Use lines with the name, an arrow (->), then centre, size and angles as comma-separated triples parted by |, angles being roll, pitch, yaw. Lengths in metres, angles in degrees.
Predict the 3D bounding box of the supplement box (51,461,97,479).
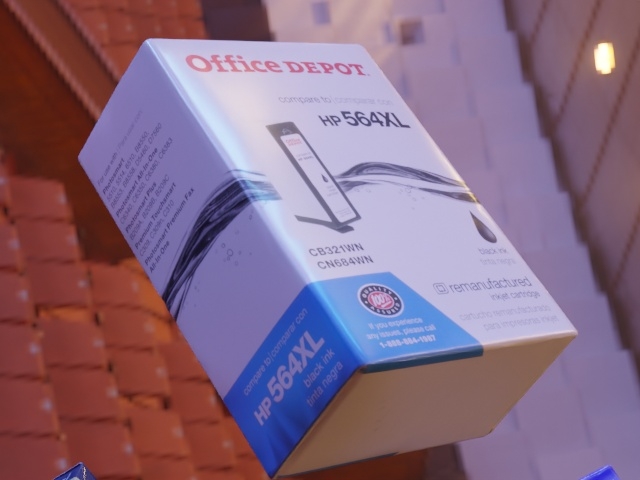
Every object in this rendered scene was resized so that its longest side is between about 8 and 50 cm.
supplement box -> -0.091, 0.122, 0.432 | 0.056, 0.083, 0.083 | 53, 16, -15

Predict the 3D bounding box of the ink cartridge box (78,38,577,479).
ink cartridge box -> 0.000, 0.000, 0.727 | 0.203, 0.148, 0.086 | 56, -50, 27

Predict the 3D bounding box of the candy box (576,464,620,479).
candy box -> 0.108, 0.340, 1.302 | 0.122, 0.268, 0.317 | 61, -32, 15
